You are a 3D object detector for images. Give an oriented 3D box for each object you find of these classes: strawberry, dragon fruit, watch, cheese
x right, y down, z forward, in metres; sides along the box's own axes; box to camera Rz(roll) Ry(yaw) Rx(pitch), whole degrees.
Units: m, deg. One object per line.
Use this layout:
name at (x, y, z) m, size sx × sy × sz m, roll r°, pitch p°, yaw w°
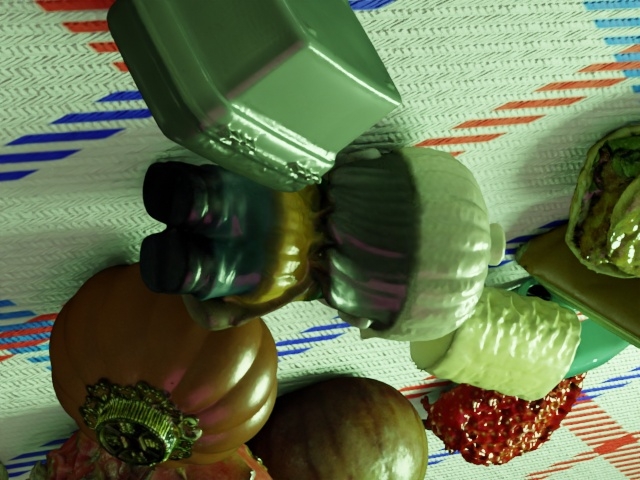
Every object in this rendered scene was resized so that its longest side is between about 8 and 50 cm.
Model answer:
strawberry at (0.246, 0.214, 2.495) m, size 0.188 × 0.106 × 0.286 m, roll -5°, pitch 153°, yaw -36°
dragon fruit at (-0.195, 0.317, 2.199) m, size 0.291 × 0.250 × 0.269 m, roll 7°, pitch 152°, yaw 26°
watch at (0.289, 0.097, 2.305) m, size 0.237 × 0.068 × 0.195 m, roll -14°, pitch 150°, yaw -8°
cheese at (0.192, 0.108, 2.153) m, size 0.167 × 0.094 × 0.123 m, roll 15°, pitch 119°, yaw -28°

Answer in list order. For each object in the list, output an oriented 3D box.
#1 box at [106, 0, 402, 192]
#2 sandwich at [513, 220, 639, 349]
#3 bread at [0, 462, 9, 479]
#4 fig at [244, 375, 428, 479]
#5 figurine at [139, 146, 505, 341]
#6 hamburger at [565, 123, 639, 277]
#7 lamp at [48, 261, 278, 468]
box at (-0.044, -0.130, 1.418) m, size 0.129 × 0.148 × 0.210 m, roll -34°, pitch 157°, yaw 15°
sandwich at (0.356, 0.063, 2.108) m, size 0.227 × 0.198 × 0.155 m, roll -24°, pitch 158°, yaw 11°
bread at (-0.485, 0.310, 2.221) m, size 0.251 × 0.039 × 0.182 m, roll -2°, pitch 152°, yaw -37°
fig at (0.015, 0.271, 2.331) m, size 0.235 × 0.214 × 0.235 m, roll -2°, pitch 177°, yaw 0°
figurine at (0.014, 0.003, 1.722) m, size 0.204 × 0.185 × 0.332 m, roll 9°, pitch -175°, yaw 40°
hamburger at (0.350, -0.046, 1.958) m, size 0.206 × 0.130 × 0.183 m, roll -2°, pitch 134°, yaw -8°
lamp at (-0.148, 0.117, 1.838) m, size 0.223 × 0.196 × 0.223 m, roll 11°, pitch 137°, yaw 10°
